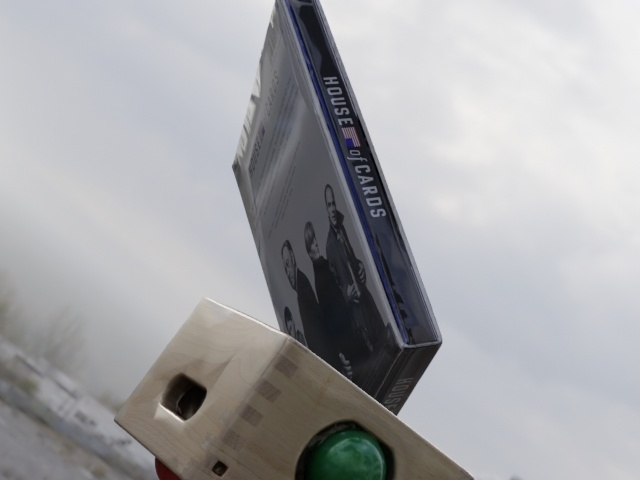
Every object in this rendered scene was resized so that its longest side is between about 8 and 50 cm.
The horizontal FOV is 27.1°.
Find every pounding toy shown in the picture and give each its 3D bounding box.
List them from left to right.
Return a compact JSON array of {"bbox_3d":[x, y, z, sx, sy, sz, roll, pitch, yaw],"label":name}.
[{"bbox_3d":[-0.023,0.098,0.561,0.130,0.100,0.141,39,-10,-23],"label":"pounding toy"}]

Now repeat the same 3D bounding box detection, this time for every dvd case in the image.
[{"bbox_3d":[0.000,0.000,0.795,0.179,0.030,0.238,112,-34,-56],"label":"dvd case"}]
